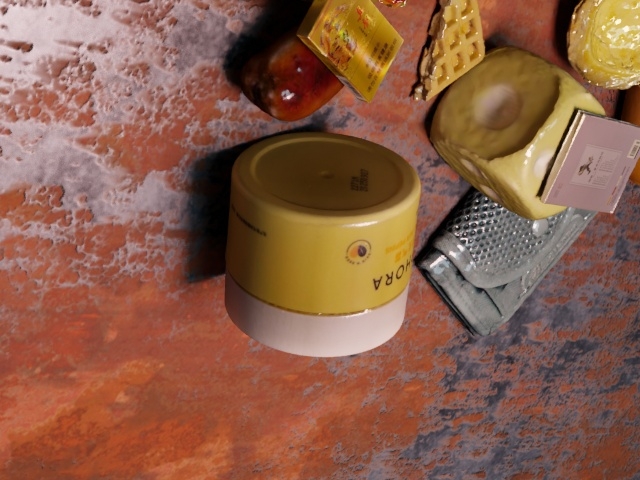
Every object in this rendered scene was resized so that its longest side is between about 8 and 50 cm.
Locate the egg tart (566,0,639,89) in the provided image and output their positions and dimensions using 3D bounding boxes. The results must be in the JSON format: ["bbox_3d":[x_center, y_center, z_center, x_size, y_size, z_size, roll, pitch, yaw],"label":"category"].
[{"bbox_3d":[0.427,-0.307,1.896,0.212,0.090,0.213,-7,125,-10],"label":"egg tart"}]

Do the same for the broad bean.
[{"bbox_3d":[-0.015,-0.197,1.554,0.165,0.084,0.114,-40,163,-26],"label":"broad bean"}]

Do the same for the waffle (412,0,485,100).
[{"bbox_3d":[0.146,-0.276,1.712,0.125,0.032,0.191,-36,136,-19],"label":"waffle"}]

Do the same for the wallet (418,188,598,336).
[{"bbox_3d":[0.301,-0.032,2.014,0.342,0.075,0.237,-49,138,-7],"label":"wallet"}]

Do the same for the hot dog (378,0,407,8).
[{"bbox_3d":[0.110,-0.338,1.617,0.062,0.038,0.144,17,103,-50],"label":"hot dog"}]

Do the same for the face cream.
[{"bbox_3d":[0.000,0.000,1.604,0.218,0.218,0.179,-20,129,-36],"label":"face cream"}]

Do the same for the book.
[{"bbox_3d":[0.356,-0.098,1.793,0.181,0.014,0.127,5,113,-50],"label":"book"}]

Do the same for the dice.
[{"bbox_3d":[0.263,-0.139,1.814,0.166,0.169,0.169,-52,142,-3],"label":"dice"}]

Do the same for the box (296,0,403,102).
[{"bbox_3d":[0.034,-0.222,1.517,0.089,0.022,0.156,-63,146,-10],"label":"box"}]

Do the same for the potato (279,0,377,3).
[{"bbox_3d":[0.019,-0.318,1.508,0.200,0.081,0.164,15,106,-48],"label":"potato"}]

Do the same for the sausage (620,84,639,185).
[{"bbox_3d":[0.514,-0.250,2.030,0.116,0.134,0.354,5,119,0],"label":"sausage"}]
